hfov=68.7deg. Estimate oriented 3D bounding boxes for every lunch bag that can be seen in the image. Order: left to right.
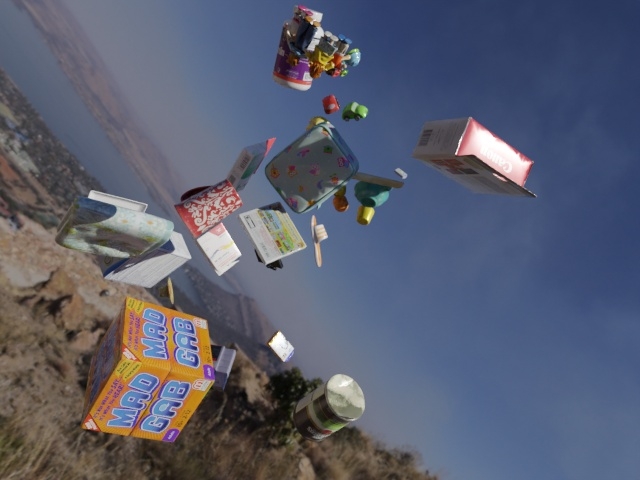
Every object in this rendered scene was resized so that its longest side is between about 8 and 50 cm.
[{"bbox_3d":[-0.027,-0.228,1.525,0.224,0.279,0.108,51,24,-11],"label":"lunch bag"}]

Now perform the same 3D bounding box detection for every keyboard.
[{"bbox_3d":[-0.245,0.093,2.247,0.180,0.023,0.108,14,-52,44],"label":"keyboard"}]

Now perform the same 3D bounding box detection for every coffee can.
[{"bbox_3d":[0.033,0.737,2.055,0.201,0.201,0.275,53,-52,14],"label":"coffee can"}]

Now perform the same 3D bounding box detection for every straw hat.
[{"bbox_3d":[-0.774,0.254,2.326,0.144,0.061,0.144,171,-90,-78],"label":"straw hat"}]

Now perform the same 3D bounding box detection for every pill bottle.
[{"bbox_3d":[-0.094,-0.839,2.051,0.181,0.181,0.323,47,-51,43],"label":"pill bottle"}]

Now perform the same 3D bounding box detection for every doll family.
[{"bbox_3d":[-0.037,-0.637,1.550,0.263,0.118,0.163,38,-47,4],"label":"doll family"}]

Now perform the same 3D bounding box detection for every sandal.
[{"bbox_3d":[0.001,-0.001,2.357,0.102,0.076,0.265,-61,143,-78],"label":"sandal"}]

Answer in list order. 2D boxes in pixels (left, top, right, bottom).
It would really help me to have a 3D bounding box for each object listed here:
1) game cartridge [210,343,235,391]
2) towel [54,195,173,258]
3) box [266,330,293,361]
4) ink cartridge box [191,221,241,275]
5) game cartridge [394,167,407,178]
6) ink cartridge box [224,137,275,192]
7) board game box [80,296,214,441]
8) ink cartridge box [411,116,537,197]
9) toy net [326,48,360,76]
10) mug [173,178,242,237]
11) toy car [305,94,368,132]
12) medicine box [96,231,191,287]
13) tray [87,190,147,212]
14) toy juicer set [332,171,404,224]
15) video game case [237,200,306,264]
[{"bbox_3d":[-0.611,0.598,2.269,0.230,0.355,0.068,-79,174,-47],"label":"game cartridge"},{"bbox_3d":[-0.741,-0.028,1.668,0.374,0.320,0.090,-25,-121,48],"label":"towel"},{"bbox_3d":[-0.178,0.482,2.115,0.028,0.081,0.136,-7,-56,48],"label":"box"},{"bbox_3d":[-0.384,0.036,1.786,0.067,0.115,0.198,20,-36,54],"label":"ink cartridge box"},{"bbox_3d":[0.352,-0.293,2.047,0.056,0.017,0.083,42,23,5],"label":"game cartridge"},{"bbox_3d":[-0.236,-0.265,1.660,0.056,0.181,0.225,42,31,7],"label":"ink cartridge box"},{"bbox_3d":[-0.674,0.508,1.850,0.356,0.356,0.356,24,20,-29],"label":"board game box"},{"bbox_3d":[0.497,-0.253,1.455,0.309,0.130,0.272,23,-2,-29],"label":"ink cartridge box"},{"bbox_3d":[0.057,-0.652,1.710,0.122,0.232,0.045,-27,-93,37],"label":"toy net"},{"bbox_3d":[-0.332,-0.113,1.365,0.150,0.169,0.113,56,-10,10],"label":"mug"},{"bbox_3d":[0.067,-0.477,1.732,0.225,0.239,0.053,3,-39,32],"label":"toy car"},{"bbox_3d":[-0.780,0.065,2.081,0.149,0.263,0.289,61,12,24],"label":"medicine box"},{"bbox_3d":[-1.009,-0.159,2.300,0.270,0.145,0.030,15,28,-37],"label":"tray"},{"bbox_3d":[0.158,-0.193,1.771,0.209,0.089,0.329,25,-30,-7],"label":"toy juicer set"},{"bbox_3d":[-0.193,-0.034,1.871,0.227,0.206,0.026,59,-37,12],"label":"video game case"}]
